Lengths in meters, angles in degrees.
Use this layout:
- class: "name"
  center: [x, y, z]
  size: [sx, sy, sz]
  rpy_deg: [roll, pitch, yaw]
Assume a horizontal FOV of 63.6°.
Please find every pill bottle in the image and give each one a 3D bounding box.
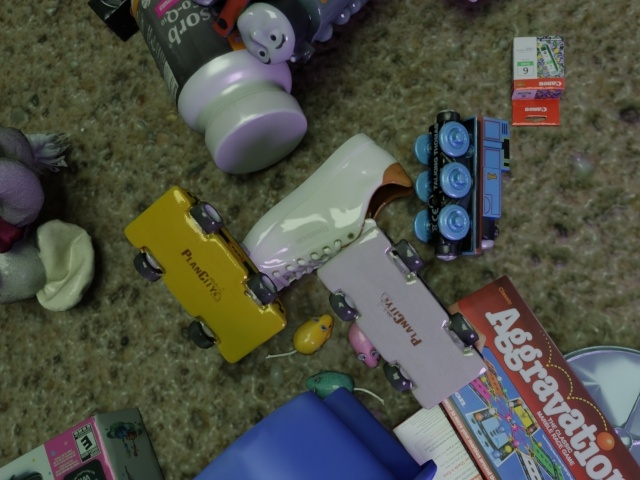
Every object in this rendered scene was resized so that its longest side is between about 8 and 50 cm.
- class: "pill bottle"
  center: [-0.136, -0.241, 0.702]
  size: [0.162, 0.162, 0.278]
  rpy_deg: [-29, 73, 4]

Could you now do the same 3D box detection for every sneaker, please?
- class: "sneaker"
  center: [0.000, 0.000, 0.648]
  size: [0.123, 0.106, 0.290]
  rpy_deg: [42, 87, 20]

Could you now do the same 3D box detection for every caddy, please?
- class: "caddy"
  center: [-0.037, 0.305, 0.514]
  size: [0.341, 0.241, 0.179]
  rpy_deg: [-44, 68, 6]

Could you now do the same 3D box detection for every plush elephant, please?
- class: "plush elephant"
  center: [-0.462, -0.013, 0.687]
  size: [0.272, 0.330, 0.255]
  rpy_deg: [-3, 99, 24]

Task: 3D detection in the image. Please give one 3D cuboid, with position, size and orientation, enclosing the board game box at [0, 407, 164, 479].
- class: "board game box"
  center: [-0.287, 0.397, 0.625]
  size: [0.224, 0.097, 0.303]
  rpy_deg: [-30, 74, 4]

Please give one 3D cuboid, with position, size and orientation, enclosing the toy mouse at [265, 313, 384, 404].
- class: "toy mouse"
  center: [0.029, 0.151, 0.646]
  size: [0.161, 0.031, 0.143]
  rpy_deg: [-41, 73, 1]

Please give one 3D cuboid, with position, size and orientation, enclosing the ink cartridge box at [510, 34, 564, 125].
- class: "ink cartridge box"
  center: [0.284, -0.209, 0.676]
  size: [0.063, 0.029, 0.115]
  rpy_deg: [2, 77, 12]

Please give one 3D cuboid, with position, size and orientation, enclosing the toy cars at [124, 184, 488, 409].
- class: "toy cars"
  center: [-0.015, 0.053, 0.560]
  size: [0.394, 0.087, 0.176]
  rpy_deg: [12, 102, 6]

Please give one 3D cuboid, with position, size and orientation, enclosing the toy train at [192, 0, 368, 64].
- class: "toy train"
  center: [-0.029, -0.347, 0.642]
  size: [0.190, 0.142, 0.334]
  rpy_deg: [41, 51, -12]

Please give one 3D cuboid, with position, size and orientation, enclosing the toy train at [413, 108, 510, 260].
- class: "toy train"
  center: [0.175, -0.067, 0.632]
  size: [0.105, 0.080, 0.184]
  rpy_deg: [3, 85, -21]

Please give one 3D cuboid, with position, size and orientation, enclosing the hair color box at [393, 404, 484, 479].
- class: "hair color box"
  center: [0.169, 0.257, 0.582]
  size: [0.093, 0.053, 0.167]
  rpy_deg: [-36, 71, 0]

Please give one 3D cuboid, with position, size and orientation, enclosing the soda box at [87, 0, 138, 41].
- class: "soda box"
  center: [-0.282, -0.404, 0.823]
  size: [0.169, 0.060, 0.053]
  rpy_deg: [-43, 72, 0]

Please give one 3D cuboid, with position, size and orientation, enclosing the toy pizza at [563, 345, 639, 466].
- class: "toy pizza"
  center: [0.325, 0.218, 0.569]
  size: [0.201, 0.032, 0.201]
  rpy_deg: [-3, 77, 12]

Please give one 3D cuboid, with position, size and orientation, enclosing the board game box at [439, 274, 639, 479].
- class: "board game box"
  center: [0.219, 0.190, 0.555]
  size: [0.145, 0.027, 0.281]
  rpy_deg: [-28, 71, -8]
